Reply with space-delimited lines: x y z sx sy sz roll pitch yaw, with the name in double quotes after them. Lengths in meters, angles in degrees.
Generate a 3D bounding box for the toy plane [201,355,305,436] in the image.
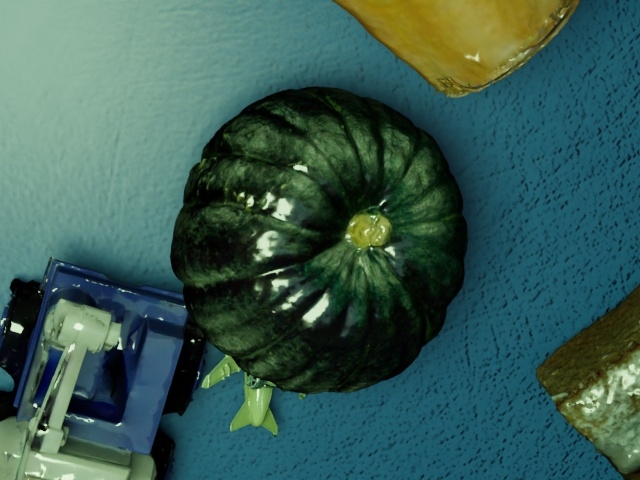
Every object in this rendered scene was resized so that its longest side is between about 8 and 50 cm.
-0.046 0.095 1.064 0.102 0.040 0.111 13 83 -47 "toy plane"

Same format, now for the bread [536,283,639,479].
0.361 0.217 1.112 0.165 0.113 0.416 -40 104 4 "bread"

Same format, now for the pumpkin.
0.000 0.000 0.986 0.220 0.162 0.221 3 82 -26 "pumpkin"

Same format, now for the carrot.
0.054 -0.244 0.960 0.254 0.196 0.196 41 94 -22 "carrot"

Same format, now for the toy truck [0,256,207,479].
-0.171 0.130 0.994 0.161 0.177 0.213 15 98 -11 "toy truck"
